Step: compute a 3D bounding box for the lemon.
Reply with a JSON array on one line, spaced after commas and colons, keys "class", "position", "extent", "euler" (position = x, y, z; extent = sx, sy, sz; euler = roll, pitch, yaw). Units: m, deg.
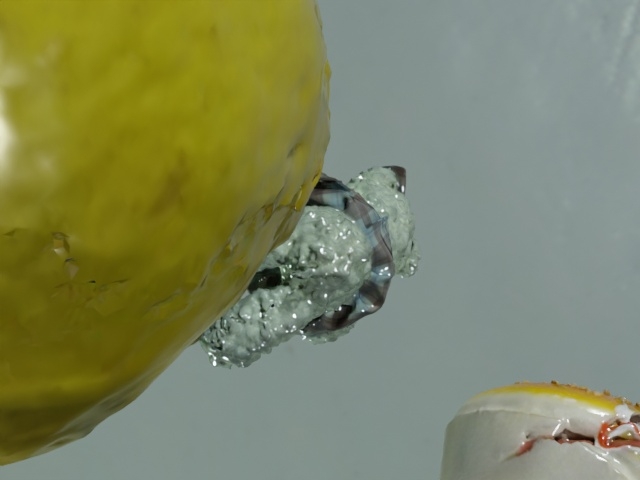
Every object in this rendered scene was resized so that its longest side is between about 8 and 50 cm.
[{"class": "lemon", "position": [-0.131, -0.069, 0.541], "extent": [0.260, 0.260, 0.284], "euler": [5, 119, 37]}]

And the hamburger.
[{"class": "hamburger", "position": [0.213, 0.223, 1.440], "extent": [0.227, 0.151, 0.295], "euler": [18, 158, 31]}]

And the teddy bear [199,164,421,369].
[{"class": "teddy bear", "position": [0.008, 0.000, 1.214], "extent": [0.111, 0.213, 0.133], "euler": [-8, 101, 50]}]
